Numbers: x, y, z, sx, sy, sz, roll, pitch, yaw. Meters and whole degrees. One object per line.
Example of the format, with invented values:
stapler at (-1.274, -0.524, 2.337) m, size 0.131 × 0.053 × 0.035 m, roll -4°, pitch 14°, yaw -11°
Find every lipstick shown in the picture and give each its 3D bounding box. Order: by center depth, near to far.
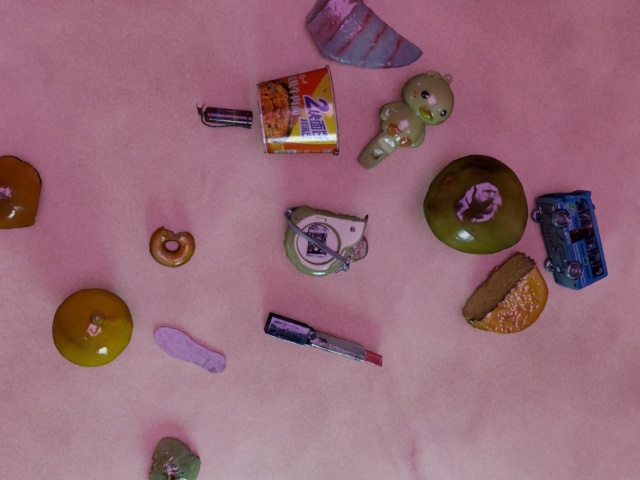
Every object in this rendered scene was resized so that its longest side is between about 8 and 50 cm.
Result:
lipstick at (0.014, 0.251, 1.894) m, size 0.312 × 0.051 × 0.051 m, roll 19°, pitch 92°, yaw -14°

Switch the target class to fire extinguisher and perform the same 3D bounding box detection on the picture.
fire extinguisher at (-0.227, -0.291, 1.791) m, size 0.132 × 0.039 × 0.056 m, roll 3°, pitch 87°, yaw -11°

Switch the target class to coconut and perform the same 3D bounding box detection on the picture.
coconut at (-0.357, 0.562, 1.857) m, size 0.133 × 0.055 × 0.158 m, roll -5°, pitch 99°, yaw -8°

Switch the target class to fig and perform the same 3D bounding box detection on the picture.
fig at (0.387, -0.070, 1.840) m, size 0.271 × 0.239 × 0.239 m, roll 39°, pitch 88°, yaw -28°

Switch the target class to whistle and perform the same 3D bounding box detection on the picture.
whistle at (0.213, -0.284, 1.826) m, size 0.141 × 0.141 × 0.294 m, roll 39°, pitch 90°, yaw -12°

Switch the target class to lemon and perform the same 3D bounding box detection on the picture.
lemon at (-0.512, 0.195, 1.715) m, size 0.178 × 0.203 × 0.178 m, roll 6°, pitch 71°, yaw -19°

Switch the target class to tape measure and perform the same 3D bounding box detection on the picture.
tape measure at (0.000, 0.000, 1.827) m, size 0.199 × 0.106 × 0.175 m, roll 13°, pitch 94°, yaw -3°

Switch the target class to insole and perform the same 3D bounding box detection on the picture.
insole at (-0.317, 0.267, 1.854) m, size 0.193 × 0.006 × 0.065 m, roll 29°, pitch 90°, yaw -13°

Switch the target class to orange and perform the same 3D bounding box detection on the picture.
orange at (-0.699, -0.105, 1.693) m, size 0.160 × 0.112 × 0.170 m, roll -34°, pitch 90°, yaw -5°

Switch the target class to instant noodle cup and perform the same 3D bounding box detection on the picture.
instant noodle cup at (-0.053, -0.288, 1.748) m, size 0.174 × 0.213 × 0.213 m, roll -7°, pitch 98°, yaw -2°

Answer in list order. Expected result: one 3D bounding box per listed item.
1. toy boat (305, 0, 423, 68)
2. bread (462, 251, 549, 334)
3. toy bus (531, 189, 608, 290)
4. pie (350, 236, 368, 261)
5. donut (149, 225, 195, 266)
toy boat at (0.114, -0.490, 1.821) m, size 0.282 × 0.096 × 0.206 m, roll 31°, pitch 97°, yaw -25°
bread at (0.480, 0.154, 1.920) m, size 0.229 × 0.143 × 0.139 m, roll -44°, pitch 101°, yaw -1°
toy bus at (0.641, -0.007, 1.948) m, size 0.134 × 0.113 × 0.247 m, roll -19°, pitch 101°, yaw -12°
pie at (0.081, 0.015, 1.894) m, size 0.085 × 0.017 × 0.085 m, roll -1°, pitch 96°, yaw -11°
donut at (-0.352, 0.019, 1.802) m, size 0.108 × 0.043 × 0.097 m, roll 6°, pitch 95°, yaw -7°
